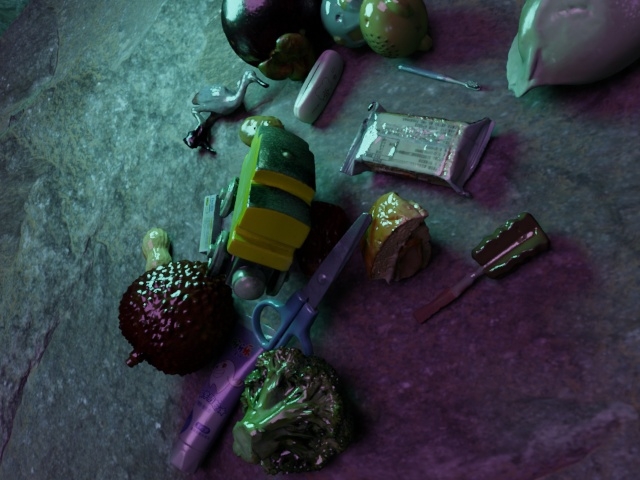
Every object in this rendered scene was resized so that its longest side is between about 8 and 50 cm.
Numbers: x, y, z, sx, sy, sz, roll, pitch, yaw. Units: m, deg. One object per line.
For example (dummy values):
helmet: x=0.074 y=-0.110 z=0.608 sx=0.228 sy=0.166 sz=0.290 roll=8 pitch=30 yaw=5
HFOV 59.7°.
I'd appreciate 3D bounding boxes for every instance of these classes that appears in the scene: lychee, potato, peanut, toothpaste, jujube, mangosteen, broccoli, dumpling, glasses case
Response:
lychee: x=-0.335 y=0.182 z=1.316 sx=0.275 sy=0.276 sz=0.304 roll=24 pitch=63 yaw=36
potato: x=-0.152 y=-0.286 z=1.475 sx=0.137 sy=0.070 sz=0.092 roll=12 pitch=86 yaw=37
peanut: x=-0.454 y=0.053 z=1.554 sx=0.082 sy=0.082 sz=0.187 roll=-28 pitch=62 yaw=22
toothpaste: x=-0.294 y=-0.042 z=1.506 sx=0.046 sy=0.034 sz=0.164 roll=-9 pitch=69 yaw=31
jujube: x=0.000 y=0.000 z=1.254 sx=0.112 sy=0.109 sz=0.176 roll=-1 pitch=75 yaw=33
mangosteen: x=-0.113 y=-0.559 z=1.428 sx=0.287 sy=0.288 sz=0.288 roll=-11 pitch=68 yaw=30
broccoli: x=-0.061 y=0.346 z=1.107 sx=0.269 sy=0.241 sz=0.262 roll=-5 pitch=95 yaw=50
toothpaste: x=-0.232 y=0.357 z=1.317 sx=0.125 sy=0.080 sz=0.371 roll=22 pitch=78 yaw=36
dumpling: x=0.492 y=-0.437 z=1.024 sx=0.320 sy=0.212 sz=0.270 roll=-11 pitch=65 yaw=18
glasses case: x=-0.004 y=-0.388 z=1.411 sx=0.049 sy=0.074 sz=0.194 roll=27 pitch=89 yaw=40

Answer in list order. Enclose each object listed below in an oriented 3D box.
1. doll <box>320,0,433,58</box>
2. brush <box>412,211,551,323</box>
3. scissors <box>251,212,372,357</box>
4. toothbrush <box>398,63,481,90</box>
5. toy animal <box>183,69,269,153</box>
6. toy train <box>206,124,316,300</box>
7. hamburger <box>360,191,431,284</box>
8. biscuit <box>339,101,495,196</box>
doll: x=0.133 y=-0.521 z=1.306 sx=0.260 sy=0.177 sz=0.162 roll=28 pitch=86 yaw=39
brush: x=0.295 y=0.065 z=1.071 sx=0.301 sy=0.071 sz=0.084 roll=-41 pitch=60 yaw=22
scissors: x=-0.012 y=0.106 z=1.162 sx=0.193 sy=0.029 sz=0.447 roll=49 pitch=126 yaw=23
toothbrush: x=0.265 y=-0.372 z=1.264 sx=0.219 sy=0.019 sz=0.016 roll=30 pitch=96 yaw=36
toy animal: x=-0.274 y=-0.392 z=1.580 sx=0.324 sy=0.090 sz=0.195 roll=-39 pitch=63 yaw=27
toy train: x=-0.119 y=-0.077 z=1.214 sx=0.442 sy=0.179 sz=0.272 roll=-93 pitch=28 yaw=-55
hamburger: x=0.134 y=-0.022 z=1.100 sx=0.135 sy=0.208 sz=0.155 roll=-23 pitch=65 yaw=-3
biscuit: x=0.203 y=-0.206 z=1.212 sx=0.309 sy=0.079 sz=0.186 roll=15 pitch=81 yaw=36
